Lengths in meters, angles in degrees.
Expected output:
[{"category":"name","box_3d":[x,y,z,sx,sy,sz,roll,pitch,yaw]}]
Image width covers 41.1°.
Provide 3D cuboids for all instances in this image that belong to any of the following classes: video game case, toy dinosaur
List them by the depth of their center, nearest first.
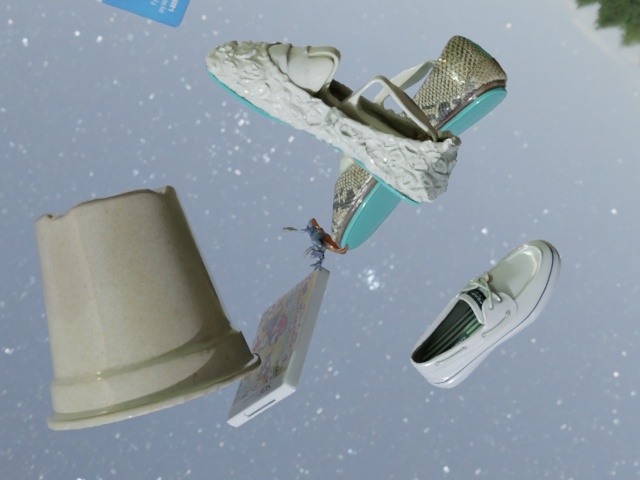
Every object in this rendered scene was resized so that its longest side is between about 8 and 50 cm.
[{"category":"toy dinosaur","box_3d":[0.000,0.000,1.057,0.082,0.090,0.047,-80,-23,-46]},{"category":"video game case","box_3d":[-0.070,0.174,1.396,0.026,0.206,0.227,30,-129,-16]}]

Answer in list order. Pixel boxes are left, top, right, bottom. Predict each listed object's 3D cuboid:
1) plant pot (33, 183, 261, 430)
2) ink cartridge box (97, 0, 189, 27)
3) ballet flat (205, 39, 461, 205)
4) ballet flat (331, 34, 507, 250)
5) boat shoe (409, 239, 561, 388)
[{"category":"plant pot","box_3d":[-0.290,0.086,1.305,0.334,0.333,0.306,-19,-85,-62]},{"category":"ink cartridge box","box_3d":[-0.218,-0.313,0.635,0.307,0.223,0.129,15,-113,-17]},{"category":"ballet flat","box_3d":[0.033,-0.208,1.266,0.409,0.147,0.147,31,-153,-5]},{"category":"ballet flat","box_3d":[0.148,-0.193,1.632,0.164,0.483,0.182,-11,-121,-53]},{"category":"boat shoe","box_3d":[0.200,0.085,1.031,0.076,0.226,0.083,36,-176,-46]}]
